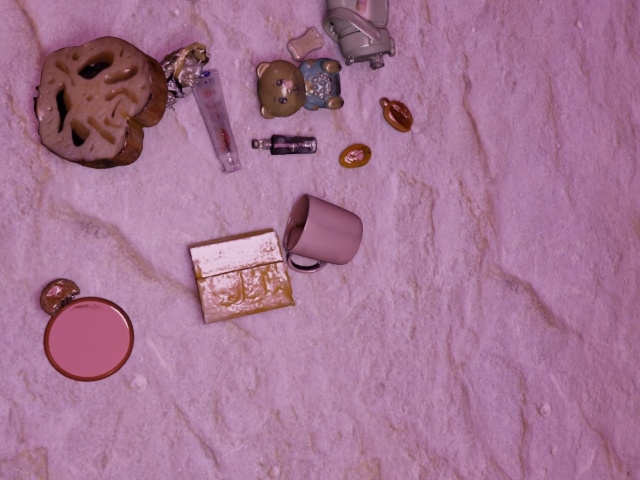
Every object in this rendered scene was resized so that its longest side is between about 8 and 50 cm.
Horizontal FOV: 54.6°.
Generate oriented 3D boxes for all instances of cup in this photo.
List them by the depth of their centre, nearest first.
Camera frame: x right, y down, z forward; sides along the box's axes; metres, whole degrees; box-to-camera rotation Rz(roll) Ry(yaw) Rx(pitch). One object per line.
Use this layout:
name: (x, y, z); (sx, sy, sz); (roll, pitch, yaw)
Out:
cup: (0.000, 0.000, 1.966); (0.201, 0.191, 0.252); (19, 113, -20)

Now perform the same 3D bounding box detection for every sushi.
sushi: (-0.449, -0.478, 1.851); (0.131, 0.139, 0.291); (41, 87, -19)

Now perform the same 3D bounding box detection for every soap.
soap: (-0.243, 0.108, 1.900); (0.281, 0.143, 0.259); (-13, 91, -13)

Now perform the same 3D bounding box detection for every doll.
doll: (-0.073, -0.483, 1.948); (0.261, 0.161, 0.176); (-14, 115, -20)

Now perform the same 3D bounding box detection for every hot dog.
hot dog: (0.256, -0.428, 2.112); (0.140, 0.060, 0.089); (36, 75, -21)

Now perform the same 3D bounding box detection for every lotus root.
lotus root: (-0.626, -0.392, 1.736); (0.375, 0.111, 0.390); (44, 98, 6)

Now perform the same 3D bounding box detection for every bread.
bread: (-0.747, 0.156, 1.765); (0.082, 0.060, 0.113); (46, 69, 3)

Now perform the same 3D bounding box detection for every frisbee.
frisbee: (-0.674, 0.289, 1.812); (0.251, 0.021, 0.250); (0, 90, -17)

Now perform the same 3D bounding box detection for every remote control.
remote control: (-0.049, -0.640, 2.026); (0.122, 0.032, 0.074); (-36, 100, -16)

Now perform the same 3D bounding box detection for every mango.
mango: (0.116, -0.279, 2.064); (0.114, 0.057, 0.078); (-24, 101, -9)

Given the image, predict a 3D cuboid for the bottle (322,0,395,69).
bottle: (0.118, -0.724, 1.997); (0.229, 0.229, 0.351); (-10, 96, -18)

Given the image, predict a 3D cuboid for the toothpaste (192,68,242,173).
toothpaste: (-0.319, -0.369, 1.919); (0.100, 0.066, 0.323); (-17, 90, -17)

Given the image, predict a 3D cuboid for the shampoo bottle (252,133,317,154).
shampoo bottle: (-0.116, -0.307, 1.982); (0.208, 0.063, 0.057); (-3, 81, -18)
